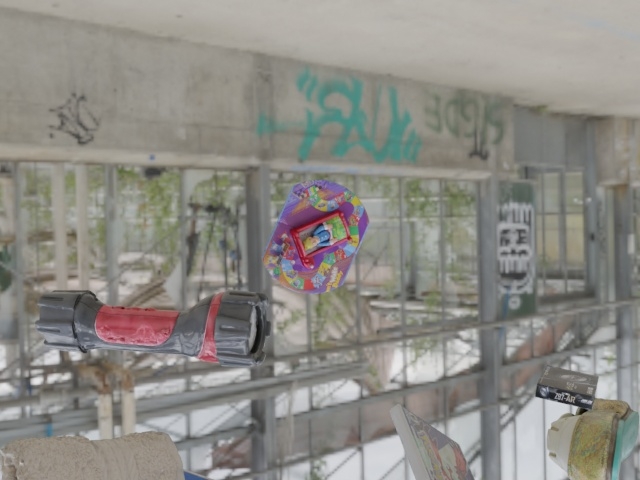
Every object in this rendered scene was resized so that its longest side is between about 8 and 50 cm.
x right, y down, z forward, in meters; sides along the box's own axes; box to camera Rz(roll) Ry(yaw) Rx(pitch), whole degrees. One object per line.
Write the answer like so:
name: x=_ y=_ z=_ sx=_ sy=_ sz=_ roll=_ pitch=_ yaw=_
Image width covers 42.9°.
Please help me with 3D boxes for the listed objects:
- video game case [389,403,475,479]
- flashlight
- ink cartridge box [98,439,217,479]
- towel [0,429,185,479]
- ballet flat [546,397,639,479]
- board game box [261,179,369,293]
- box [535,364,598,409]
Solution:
video game case: x=0.190 y=0.357 z=1.211 sx=0.023 sy=0.201 sz=0.183 roll=-39 pitch=130 yaw=15
flashlight: x=-0.222 y=0.107 z=1.070 sx=0.304 sy=0.103 sz=0.103 roll=4 pitch=180 yaw=12
ink cartridge box: x=-0.304 y=0.474 z=1.453 sx=0.395 sy=0.151 sz=0.270 roll=24 pitch=157 yaw=-9
towel: x=-0.166 y=0.296 z=0.663 sx=0.049 sy=0.282 sz=0.187 roll=-23 pitch=159 yaw=24
ballet flat: x=0.389 y=0.291 z=1.185 sx=0.123 sy=0.123 sz=0.348 roll=-1 pitch=177 yaw=25
board game box: x=0.000 y=0.000 z=1.166 sx=0.133 sy=0.169 sz=0.033 roll=22 pitch=-175 yaw=-20
box: x=0.301 y=0.178 z=0.993 sx=0.067 sy=0.018 sz=0.083 roll=10 pitch=-169 yaw=22
